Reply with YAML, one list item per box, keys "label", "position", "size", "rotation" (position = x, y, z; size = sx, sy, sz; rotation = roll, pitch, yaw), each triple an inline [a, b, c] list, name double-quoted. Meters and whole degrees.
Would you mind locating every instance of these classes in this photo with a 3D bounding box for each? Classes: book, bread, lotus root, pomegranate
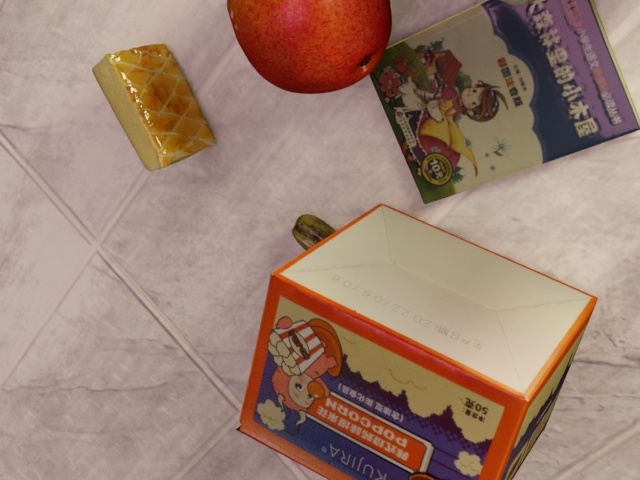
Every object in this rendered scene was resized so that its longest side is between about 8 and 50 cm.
- label: "book"
  position: [0.228, -0.197, 1.244]
  size: [0.322, 0.018, 0.228]
  rotation: [-20, 97, 35]
- label: "bread"
  position: [-0.253, -0.207, 1.461]
  size: [0.068, 0.125, 0.188]
  rotation: [-25, 94, 42]
- label: "lotus root"
  position: [0.000, 0.000, 1.435]
  size: [0.099, 0.049, 0.054]
  rotation: [38, 115, 14]
- label: "pomegranate"
  position: [-0.023, -0.314, 1.233]
  size: [0.221, 0.221, 0.257]
  rotation: [-41, 69, 35]

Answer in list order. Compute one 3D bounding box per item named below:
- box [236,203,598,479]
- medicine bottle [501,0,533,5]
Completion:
- label: "box"
  position: [0.130, 0.164, 1.257]
  size: [0.348, 0.318, 0.257]
  rotation: [24, 121, 20]
- label: "medicine bottle"
  position: [0.276, -0.396, 1.005]
  size: [0.232, 0.238, 0.238]
  rotation: [-12, 102, 34]
